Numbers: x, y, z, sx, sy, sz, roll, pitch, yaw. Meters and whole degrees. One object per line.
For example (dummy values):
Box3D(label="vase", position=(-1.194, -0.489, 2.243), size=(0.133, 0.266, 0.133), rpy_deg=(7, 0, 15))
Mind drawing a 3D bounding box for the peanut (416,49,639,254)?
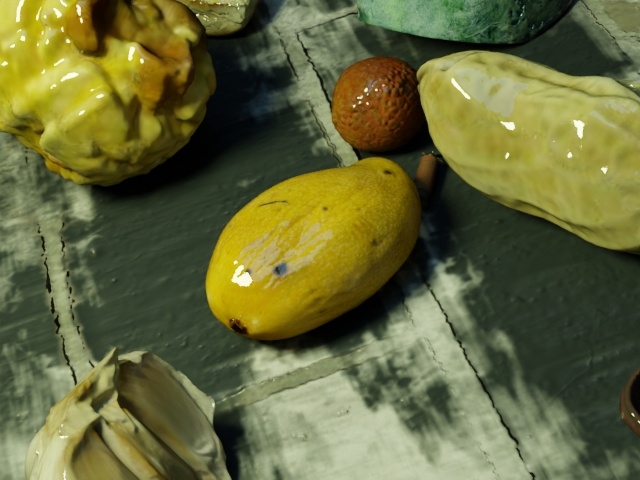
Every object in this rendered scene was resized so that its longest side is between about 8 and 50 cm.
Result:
Box3D(label="peanut", position=(0.243, -0.084, 1.500), size=(0.340, 0.158, 0.174), rpy_deg=(19, 12, 39))

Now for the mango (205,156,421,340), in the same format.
Box3D(label="mango", position=(-0.002, -0.003, 1.521), size=(0.157, 0.109, 0.262), rpy_deg=(26, 57, 35))

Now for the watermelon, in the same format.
Box3D(label="watermelon", position=(0.193, -0.353, 1.814), size=(0.188, 0.175, 0.322), rpy_deg=(14, 49, 32))

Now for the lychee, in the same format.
Box3D(label="lychee", position=(0.069, -0.148, 1.685), size=(0.101, 0.140, 0.114), rpy_deg=(19, 89, 29))

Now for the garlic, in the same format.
Box3D(label="garlic", position=(-0.174, 0.208, 1.325), size=(0.143, 0.178, 0.229), rpy_deg=(-38, 14, 22))

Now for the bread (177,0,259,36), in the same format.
Box3D(label="bread", position=(-0.132, -0.302, 1.941), size=(0.125, 0.082, 0.106), rpy_deg=(10, 55, 13))

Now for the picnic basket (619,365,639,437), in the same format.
Box3D(label="picnic basket", position=(0.394, 0.125, 1.227), size=(0.297, 0.129, 0.222), rpy_deg=(-37, 46, -23))

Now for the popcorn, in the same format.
Box3D(label="popcorn", position=(-0.278, -0.184, 1.719), size=(0.332, 0.265, 0.225), rpy_deg=(-4, 42, 42))

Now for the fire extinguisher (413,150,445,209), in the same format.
Box3D(label="fire extinguisher", position=(0.111, -0.065, 1.627), size=(0.028, 0.022, 0.083), rpy_deg=(28, 44, -8))
